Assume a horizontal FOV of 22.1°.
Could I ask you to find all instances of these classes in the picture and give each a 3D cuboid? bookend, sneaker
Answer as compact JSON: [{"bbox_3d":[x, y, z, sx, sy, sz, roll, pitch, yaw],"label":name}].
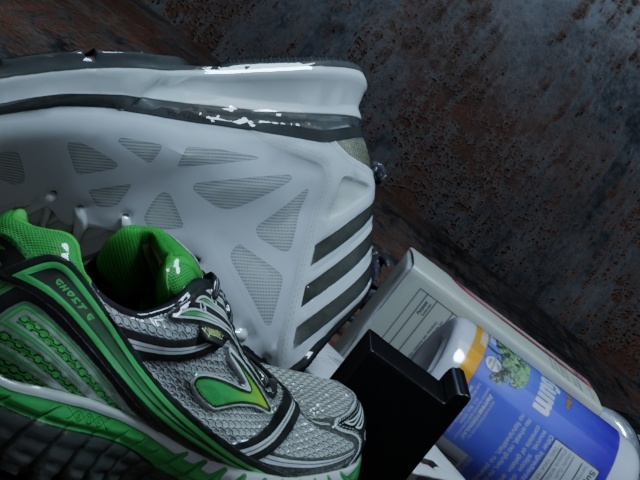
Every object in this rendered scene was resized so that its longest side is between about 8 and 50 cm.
[{"bbox_3d":[-0.005,0.117,1.153,0.157,0.156,0.072,36,10,-7],"label":"bookend"},{"bbox_3d":[-0.078,0.078,0.969,0.134,0.146,0.343,21,-1,39],"label":"sneaker"},{"bbox_3d":[-0.133,0.006,1.178,0.447,0.257,0.169,-6,-7,-34],"label":"sneaker"}]

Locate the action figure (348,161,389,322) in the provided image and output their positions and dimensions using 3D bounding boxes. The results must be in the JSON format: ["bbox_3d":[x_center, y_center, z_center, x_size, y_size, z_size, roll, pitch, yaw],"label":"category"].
[{"bbox_3d":[0.000,0.000,1.821,0.164,0.141,0.275,42,33,-28],"label":"action figure"}]

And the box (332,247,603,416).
[{"bbox_3d":[0.135,0.138,1.594,0.232,0.148,0.127,38,9,-3],"label":"box"}]

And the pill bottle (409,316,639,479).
[{"bbox_3d":[0.186,0.204,1.460,0.272,0.152,0.152,37,9,-5],"label":"pill bottle"}]

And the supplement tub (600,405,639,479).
[{"bbox_3d":[0.330,0.252,1.877,0.117,0.117,0.190,43,11,28],"label":"supplement tub"}]

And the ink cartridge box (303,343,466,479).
[{"bbox_3d":[0.016,0.152,1.333,0.198,0.067,0.115,42,10,31],"label":"ink cartridge box"}]
